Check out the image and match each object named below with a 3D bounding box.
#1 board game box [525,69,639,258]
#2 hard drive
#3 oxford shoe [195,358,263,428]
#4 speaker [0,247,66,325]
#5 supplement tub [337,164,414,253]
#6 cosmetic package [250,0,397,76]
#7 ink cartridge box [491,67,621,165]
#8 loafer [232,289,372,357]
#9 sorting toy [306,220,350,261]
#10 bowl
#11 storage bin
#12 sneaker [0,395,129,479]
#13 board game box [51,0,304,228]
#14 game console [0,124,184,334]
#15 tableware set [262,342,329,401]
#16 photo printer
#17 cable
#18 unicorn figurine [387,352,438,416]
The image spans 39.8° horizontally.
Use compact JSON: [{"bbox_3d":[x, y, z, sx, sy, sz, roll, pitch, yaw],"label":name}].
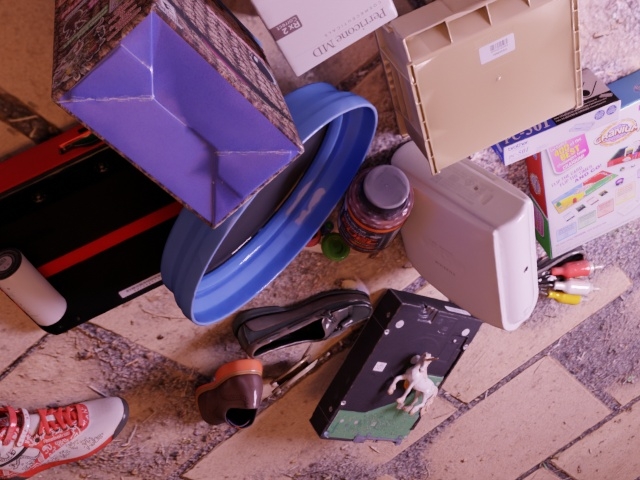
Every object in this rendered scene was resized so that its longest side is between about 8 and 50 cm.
[{"bbox_3d":[0.499,-0.130,1.602,0.242,0.064,0.317,-25,138,-2],"label":"board game box"},{"bbox_3d":[0.151,0.262,1.779,0.236,0.064,0.339,14,113,-36],"label":"hard drive"},{"bbox_3d":[-0.173,0.308,1.636,0.096,0.098,0.271,-1,154,-20],"label":"oxford shoe"},{"bbox_3d":[-0.420,0.069,1.270,0.055,0.055,0.136,-26,143,-1],"label":"speaker"},{"bbox_3d":[0.087,-0.053,1.386,0.106,0.106,0.198,-18,166,-10],"label":"supplement tub"},{"bbox_3d":[-0.025,-0.335,1.068,0.151,0.151,0.184,-30,138,5],"label":"cosmetic package"},{"bbox_3d":[0.370,-0.202,1.440,0.207,0.097,0.046,-23,138,-5],"label":"ink cartridge box"},{"bbox_3d":[-0.023,0.161,1.613,0.267,0.084,0.096,-10,134,-18],"label":"loafer"},{"bbox_3d":[0.000,0.000,1.486,0.102,0.061,0.042,31,152,-6],"label":"sorting toy"},{"bbox_3d":[-0.072,-0.053,1.238,0.391,0.077,0.391,-48,168,-14],"label":"bowl"},{"bbox_3d":[0.233,-0.266,1.291,0.262,0.123,0.260,-24,137,-2],"label":"storage bin"},{"bbox_3d":[-0.481,0.330,1.547,0.270,0.090,0.145,-25,141,2],"label":"sneaker"},{"bbox_3d":[-0.168,-0.197,1.004,0.141,0.291,0.232,-39,127,14],"label":"board game box"},{"bbox_3d":[-0.315,-0.029,1.310,0.386,0.060,0.342,-25,144,-1],"label":"game console"},{"bbox_3d":[-0.057,0.243,1.657,0.128,0.039,0.194,-36,175,-17],"label":"tableware set"},{"bbox_3d":[0.240,0.004,1.470,0.107,0.256,0.308,-39,142,-17],"label":"photo printer"},{"bbox_3d":[0.438,0.083,1.779,0.287,0.072,0.140,-8,129,-20],"label":"cable"},{"bbox_3d":[0.190,0.281,1.741,0.111,0.060,0.162,-46,147,-7],"label":"unicorn figurine"}]
